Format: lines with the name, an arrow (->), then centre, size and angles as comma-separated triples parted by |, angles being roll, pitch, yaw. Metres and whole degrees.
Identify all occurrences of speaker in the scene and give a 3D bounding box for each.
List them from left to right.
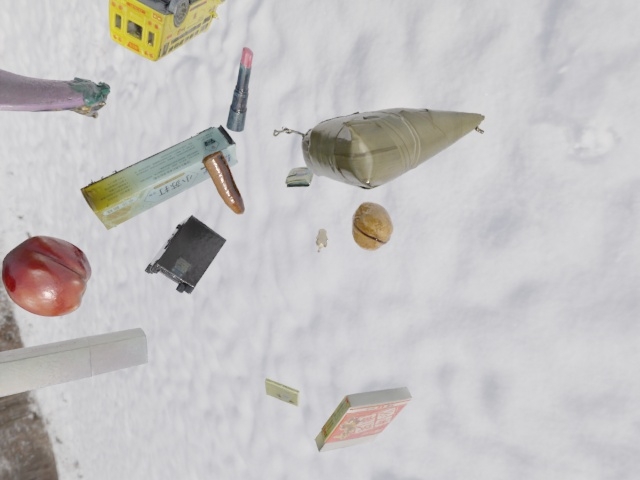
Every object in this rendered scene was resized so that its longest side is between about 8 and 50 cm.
speaker -> -0.530, 0.057, 1.711 | 0.253, 0.184, 0.232 | -59, 20, -19

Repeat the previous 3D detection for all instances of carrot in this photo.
carrot -> -0.194, -0.111, 0.901 | 0.048, 0.048, 0.139 | 16, 134, 51

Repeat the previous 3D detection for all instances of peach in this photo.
peach -> -0.345, 0.045, 0.551 | 0.101, 0.101, 0.100 | 17, 111, 51

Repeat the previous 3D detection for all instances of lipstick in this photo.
lipstick -> -0.591, 0.274, 0.989 | 0.076, 0.372, 0.079 | 12, 106, 57
lipstick -> -0.222, -0.421, 1.229 | 0.053, 0.054, 0.234 | 51, 137, 34

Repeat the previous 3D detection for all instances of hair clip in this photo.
hair clip -> -0.640, -0.314, 0.919 | 0.096, 0.359, 0.110 | 7, 94, 57

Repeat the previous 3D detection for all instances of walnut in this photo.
walnut -> 0.169, -0.043, 1.457 | 0.180, 0.144, 0.144 | -103, 25, -53

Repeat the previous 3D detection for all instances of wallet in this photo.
wallet -> -0.087, -0.269, 1.850 | 0.155, 0.111, 0.039 | -78, -17, -60

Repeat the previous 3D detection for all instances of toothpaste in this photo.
toothpaste -> -0.325, -0.138, 0.920 | 0.071, 0.313, 0.089 | 52, 160, 16

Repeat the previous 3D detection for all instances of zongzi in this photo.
zongzi -> 0.135, -0.268, 1.172 | 0.447, 0.419, 0.181 | 28, 135, 60

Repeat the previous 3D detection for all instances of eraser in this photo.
eraser -> 0.093, 0.414, 1.012 | 0.038, 0.158, 0.230 | -112, 34, -40

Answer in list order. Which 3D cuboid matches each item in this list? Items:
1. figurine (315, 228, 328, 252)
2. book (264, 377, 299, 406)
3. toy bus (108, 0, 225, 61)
figurine -> 0.000, 0.000, 1.650 | 0.050, 0.047, 0.083 | 127, 157, -56
book -> -0.114, 0.455, 1.310 | 0.111, 0.014, 0.077 | 16, 132, 16
toy bus -> -0.328, -0.536, 0.995 | 0.144, 0.330, 0.152 | 27, 133, -4
